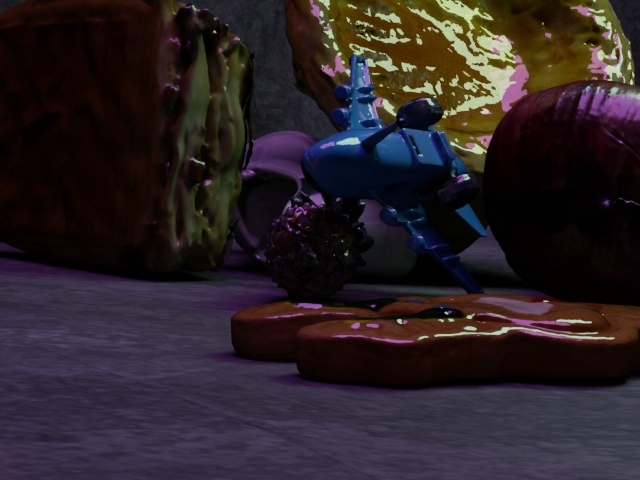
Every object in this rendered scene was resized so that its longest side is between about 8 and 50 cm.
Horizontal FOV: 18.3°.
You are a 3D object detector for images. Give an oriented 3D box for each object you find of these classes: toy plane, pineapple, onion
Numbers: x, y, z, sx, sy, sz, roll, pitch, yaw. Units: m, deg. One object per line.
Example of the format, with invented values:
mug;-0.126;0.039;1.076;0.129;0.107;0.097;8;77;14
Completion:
toy plane;0.067;-0.064;1.739;0.105;0.254;0.271;-31;-17;17
pineapple;-0.001;0.000;1.752;0.083;0.103;0.221;3;5;6
onion;0.255;-0.026;1.704;0.246;0.190;0.246;18;-21;7

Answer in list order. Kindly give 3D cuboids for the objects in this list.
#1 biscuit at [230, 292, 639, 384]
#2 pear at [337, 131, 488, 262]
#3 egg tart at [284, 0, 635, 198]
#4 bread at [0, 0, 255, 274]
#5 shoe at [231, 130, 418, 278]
biscuit;0.112;0.063;1.371;0.334;0.047;0.202;2;4;-25
pear;0.101;-0.066;2.159;0.198;0.198;0.198;3;4;0
egg tart;0.136;-0.177;2.035;0.388;0.388;0.169;2;-37;-19
bread;-0.191;-0.106;1.959;0.324;0.277;0.167;3;-2;44
shoe;-0.046;-0.036;2.041;0.160;0.131;0.363;2;11;-26
